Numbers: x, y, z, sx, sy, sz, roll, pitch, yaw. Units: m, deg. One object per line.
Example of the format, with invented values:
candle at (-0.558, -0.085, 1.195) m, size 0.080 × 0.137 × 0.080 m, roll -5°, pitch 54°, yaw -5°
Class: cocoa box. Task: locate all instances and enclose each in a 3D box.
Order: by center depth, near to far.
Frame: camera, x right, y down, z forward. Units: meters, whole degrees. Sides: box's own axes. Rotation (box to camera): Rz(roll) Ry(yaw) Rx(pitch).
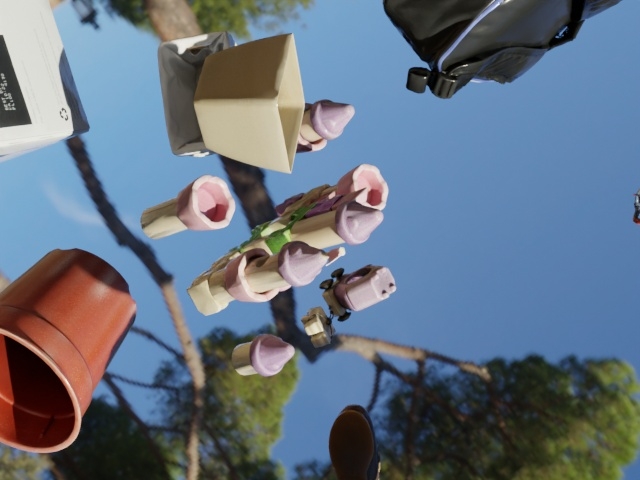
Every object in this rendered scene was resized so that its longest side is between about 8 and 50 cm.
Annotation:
cocoa box at (-0.500, -0.264, 1.387) m, size 0.228 × 0.347 × 0.231 m, roll -16°, pitch -176°, yaw 22°

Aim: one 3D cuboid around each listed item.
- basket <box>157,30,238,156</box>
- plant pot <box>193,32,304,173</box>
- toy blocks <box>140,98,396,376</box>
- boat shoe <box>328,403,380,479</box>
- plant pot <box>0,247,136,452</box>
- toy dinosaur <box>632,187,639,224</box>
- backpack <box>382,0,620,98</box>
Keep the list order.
basket at (-0.162, -0.208, 1.555) m, size 0.113 × 0.167 × 0.103 m, roll -9°, pitch 178°, yaw 11°
plant pot at (-0.077, -0.147, 1.134) m, size 0.096 × 0.109 × 0.109 m, roll 3°, pitch -128°, yaw 10°
toy blocks at (0.000, 0.000, 1.340) m, size 0.260 × 0.309 × 0.288 m, roll -17°, pitch -161°, yaw 42°
boat shoe at (0.056, 0.340, 1.659) m, size 0.073 × 0.207 × 0.073 m, roll 5°, pitch -155°, yaw 15°
plant pot at (-0.457, 0.165, 1.786) m, size 0.272 × 0.272 × 0.265 m, roll -16°, pitch -154°, yaw 33°
toy dinosaur at (0.481, -0.049, 1.573) m, size 0.082 × 0.047 × 0.090 m, roll -55°, pitch 169°, yaw -21°
backpack at (0.200, -0.288, 1.156) m, size 0.276 × 0.263 × 0.213 m, roll -38°, pitch -109°, yaw 18°
